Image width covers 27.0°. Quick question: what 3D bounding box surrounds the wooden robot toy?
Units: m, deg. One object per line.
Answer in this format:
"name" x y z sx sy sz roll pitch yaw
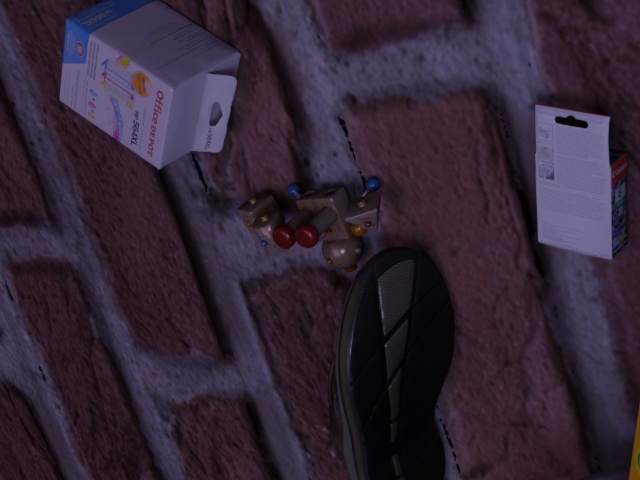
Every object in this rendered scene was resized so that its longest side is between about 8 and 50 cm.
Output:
"wooden robot toy" 0.000 0.000 1.146 0.173 0.076 0.079 -2 126 43

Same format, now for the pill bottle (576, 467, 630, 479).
"pill bottle" 0.250 0.400 1.014 0.229 0.229 0.408 19 116 32

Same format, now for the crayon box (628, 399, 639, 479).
"crayon box" 0.284 0.110 0.806 0.165 0.081 0.278 28 135 36

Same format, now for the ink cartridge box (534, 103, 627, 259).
"ink cartridge box" 0.190 -0.047 0.970 0.063 0.029 0.115 15 125 35

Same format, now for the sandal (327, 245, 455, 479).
"sandal" 0.047 0.139 1.164 0.086 0.120 0.303 33 136 41

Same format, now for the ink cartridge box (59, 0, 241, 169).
"ink cartridge box" -0.144 -0.139 1.163 0.143 0.090 0.092 34 135 21
